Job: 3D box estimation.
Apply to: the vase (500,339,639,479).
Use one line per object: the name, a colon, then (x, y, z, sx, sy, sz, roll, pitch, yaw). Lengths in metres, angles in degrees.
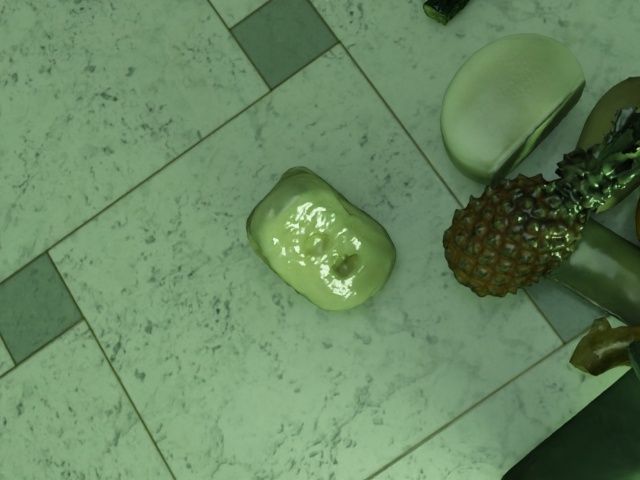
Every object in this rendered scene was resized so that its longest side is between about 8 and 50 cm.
vase: (0.401, 0.314, 1.199, 0.291, 0.245, 0.245, -44, 72, 20)

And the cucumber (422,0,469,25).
cucumber: (0.257, -0.452, 1.512, 0.058, 0.058, 0.187, 42, 87, 17)

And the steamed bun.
steamed bun: (0.289, -0.218, 1.403, 0.241, 0.146, 0.164, -45, 78, -1)

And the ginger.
ginger: (0.519, 0.159, 1.293, 0.298, 0.065, 0.118, -7, 77, 10)

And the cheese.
cheese: (-0.001, 0.002, 1.388, 0.248, 0.251, 0.174, 39, 89, 1)

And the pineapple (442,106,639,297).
pineapple: (0.341, -0.048, 1.278, 0.361, 0.175, 0.175, -35, 70, 39)

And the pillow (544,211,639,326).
pillow: (0.450, 0.051, 1.357, 0.208, 0.053, 0.119, 32, 94, 9)

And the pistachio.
pistachio: (0.462, -0.150, 1.356, 0.126, 0.152, 0.223, 32, 105, 13)

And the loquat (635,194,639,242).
loquat: (0.589, -0.037, 1.258, 0.263, 0.263, 0.263, -3, 77, 11)
